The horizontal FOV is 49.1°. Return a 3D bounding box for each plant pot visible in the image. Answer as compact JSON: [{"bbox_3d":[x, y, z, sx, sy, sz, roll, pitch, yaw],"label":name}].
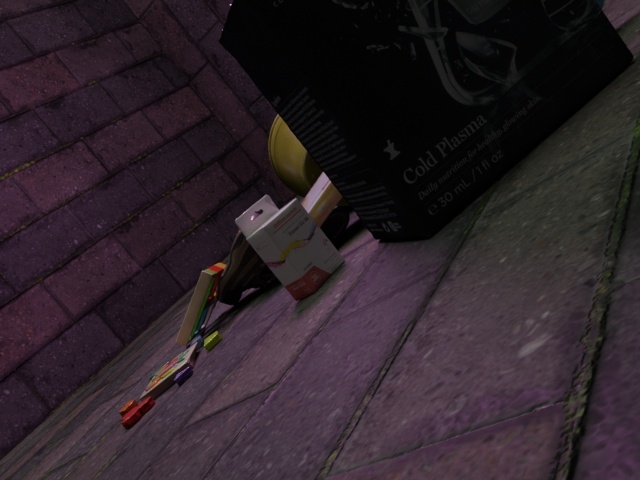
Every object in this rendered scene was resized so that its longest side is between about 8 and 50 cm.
[{"bbox_3d":[0.040,-0.259,2.103,0.366,0.366,0.353,-38,18,3],"label":"plant pot"}]

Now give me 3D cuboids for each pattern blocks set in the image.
[{"bbox_3d":[-0.342,0.302,1.591,0.285,0.026,0.325,-40,7,-12],"label":"pattern blocks set"}]

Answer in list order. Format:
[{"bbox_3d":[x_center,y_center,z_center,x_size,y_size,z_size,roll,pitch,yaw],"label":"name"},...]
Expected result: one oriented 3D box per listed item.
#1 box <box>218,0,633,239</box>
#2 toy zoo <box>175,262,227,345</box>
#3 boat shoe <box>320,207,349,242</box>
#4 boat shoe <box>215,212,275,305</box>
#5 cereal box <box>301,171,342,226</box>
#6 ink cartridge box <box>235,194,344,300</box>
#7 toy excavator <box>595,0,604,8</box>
[{"bbox_3d":[0.166,-0.327,1.198,0.480,0.472,0.297,-40,7,-10],"label":"box"},{"bbox_3d":[-0.303,0.159,1.845,0.293,0.030,0.192,-62,-7,-86],"label":"toy zoo"},{"bbox_3d":[0.000,0.000,1.663,0.183,0.066,0.066,-47,9,18],"label":"boat shoe"},{"bbox_3d":[-0.178,0.076,1.809,0.355,0.130,0.132,117,178,-53],"label":"boat shoe"},{"bbox_3d":[0.003,-0.100,1.653,0.173,0.047,0.240,-54,10,13],"label":"cereal box"},{"bbox_3d":[-0.059,0.002,1.354,0.067,0.198,0.115,-31,10,48],"label":"ink cartridge box"},{"bbox_3d":[0.543,-0.540,1.514,0.222,0.433,0.445,-112,46,-83],"label":"toy excavator"}]
